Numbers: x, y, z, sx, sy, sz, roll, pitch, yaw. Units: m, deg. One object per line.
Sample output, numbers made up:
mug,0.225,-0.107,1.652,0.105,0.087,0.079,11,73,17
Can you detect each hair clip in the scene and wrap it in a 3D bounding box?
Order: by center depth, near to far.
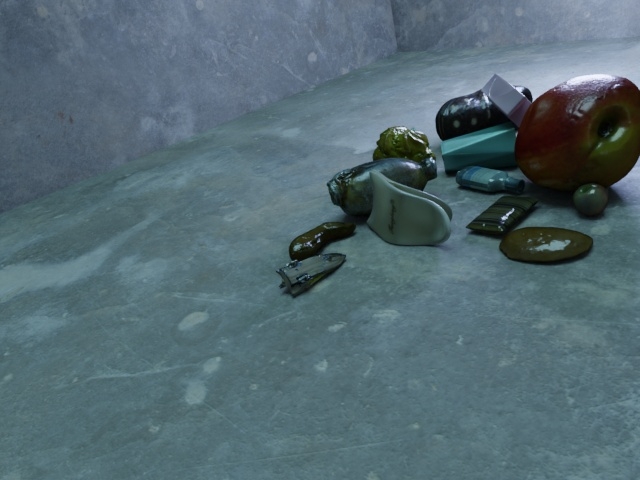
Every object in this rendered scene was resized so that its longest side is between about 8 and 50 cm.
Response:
hair clip,0.231,-0.070,1.389,0.282,0.173,0.113,17,30,27

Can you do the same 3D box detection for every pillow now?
pillow,0.488,-0.071,1.377,0.203,0.038,0.113,-33,29,-33

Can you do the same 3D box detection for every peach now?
peach,0.680,-0.102,1.294,0.083,0.083,0.083,-11,27,6
peach,0.704,-0.289,1.414,0.289,0.373,0.373,23,30,-4

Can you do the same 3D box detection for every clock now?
clock,0.661,-0.441,1.731,0.080,0.275,0.290,-47,32,23

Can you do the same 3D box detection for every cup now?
cup,0.522,-0.296,1.703,0.235,0.148,0.134,-9,54,18

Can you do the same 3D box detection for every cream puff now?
cream puff,0.274,-0.309,1.792,0.221,0.195,0.194,6,33,40

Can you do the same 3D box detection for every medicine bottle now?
medicine bottle,0.514,-0.182,1.558,0.090,0.054,0.208,-28,31,-28

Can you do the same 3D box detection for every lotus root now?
lotus root,0.193,-0.167,1.583,0.349,0.175,0.175,-14,27,-7

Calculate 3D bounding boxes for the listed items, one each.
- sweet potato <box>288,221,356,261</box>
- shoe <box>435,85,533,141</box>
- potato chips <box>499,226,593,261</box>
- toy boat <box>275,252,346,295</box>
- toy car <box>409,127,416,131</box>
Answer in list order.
sweet potato,-0.003,-0.003,1.469,0.233,0.062,0.081,-28,45,-32
shoe,0.627,-0.472,1.934,0.384,0.171,0.237,-27,29,-29
potato chips,0.527,-0.002,1.216,0.201,0.049,0.150,2,25,40
toy boat,-0.014,0.071,1.331,0.210,0.066,0.084,-21,60,-32
toy car,0.327,-0.423,2.114,0.143,0.054,0.073,-31,29,-32
